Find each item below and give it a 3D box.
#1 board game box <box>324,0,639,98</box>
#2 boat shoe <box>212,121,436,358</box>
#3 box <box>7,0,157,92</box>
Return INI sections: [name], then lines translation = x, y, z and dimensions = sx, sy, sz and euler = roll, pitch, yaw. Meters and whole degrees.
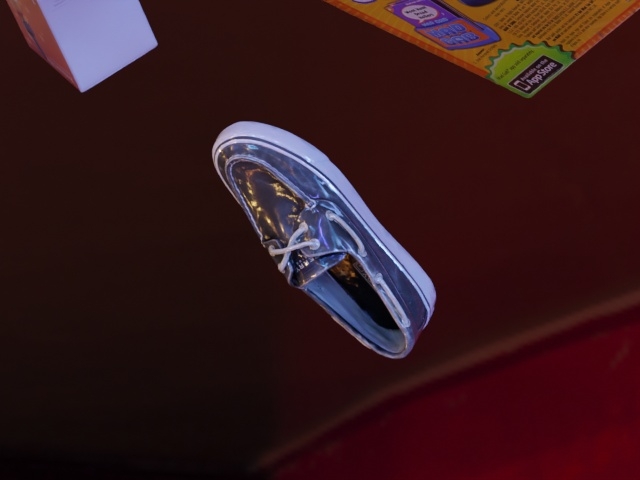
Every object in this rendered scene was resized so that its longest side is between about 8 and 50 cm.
[board game box]
translation = 0.172, -0.421, 1.623
dimensions = 0.356, 0.356, 0.356
euler = -40, 30, 59
[boat shoe]
translation = 0.000, 0.000, 1.278
dimensions = 0.078, 0.219, 0.070
euler = -40, 12, 37
[box]
translation = -0.247, -0.250, 1.598
dimensions = 0.130, 0.091, 0.170
euler = 39, 157, 47
